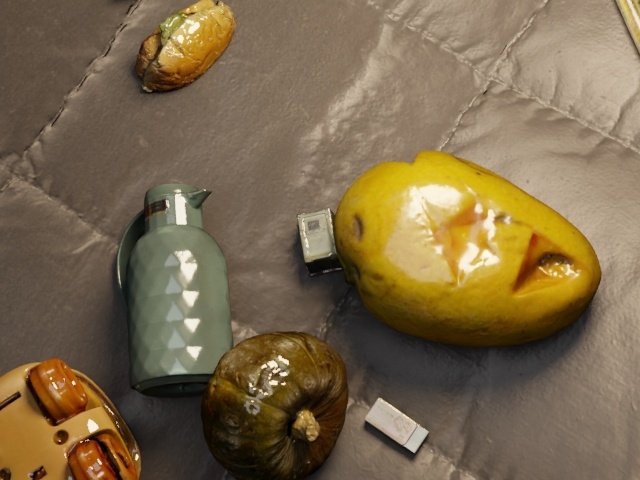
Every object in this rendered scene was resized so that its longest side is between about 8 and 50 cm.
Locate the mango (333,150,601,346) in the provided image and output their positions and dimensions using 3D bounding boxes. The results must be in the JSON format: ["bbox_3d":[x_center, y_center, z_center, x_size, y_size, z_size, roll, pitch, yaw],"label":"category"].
[{"bbox_3d":[0.194,0.018,1.818,0.364,0.182,0.253,15,75,-1],"label":"mango"}]

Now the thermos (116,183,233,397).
[{"bbox_3d":[-0.206,0.069,1.872,0.182,0.145,0.287,-19,69,37],"label":"thermos"}]

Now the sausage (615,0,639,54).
[{"bbox_3d":[0.463,-0.278,1.922,0.032,0.033,0.269,-21,74,2],"label":"sausage"}]

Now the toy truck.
[{"bbox_3d":[-0.359,0.288,1.792,0.204,0.211,0.288,-35,71,-2],"label":"toy truck"}]

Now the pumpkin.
[{"bbox_3d":[-0.050,0.219,1.769,0.162,0.219,0.219,23,78,43],"label":"pumpkin"}]

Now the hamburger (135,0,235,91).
[{"bbox_3d":[-0.196,-0.285,1.972,0.176,0.102,0.087,-39,87,-4],"label":"hamburger"}]

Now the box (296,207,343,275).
[{"bbox_3d":[0.000,0.000,1.895,0.060,0.063,0.085,-10,76,4],"label":"box"}]

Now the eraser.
[{"bbox_3d":[0.103,0.251,1.841,0.083,0.019,0.038,33,81,13],"label":"eraser"}]
